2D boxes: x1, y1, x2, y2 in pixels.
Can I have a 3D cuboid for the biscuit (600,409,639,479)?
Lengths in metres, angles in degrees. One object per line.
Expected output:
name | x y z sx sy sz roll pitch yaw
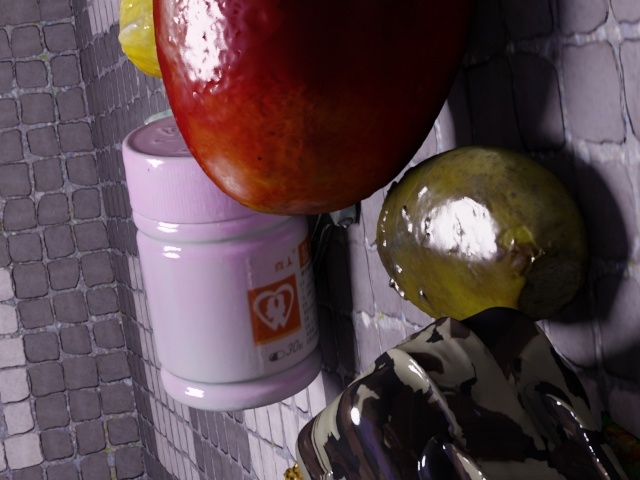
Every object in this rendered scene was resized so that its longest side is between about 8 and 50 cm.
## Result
biscuit | 0.223 0.157 0.967 0.089 0.016 0.046 -147 50 -68

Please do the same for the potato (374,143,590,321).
potato | 0.120 0.000 1.051 0.251 0.113 0.149 -170 68 -72

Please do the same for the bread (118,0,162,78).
bread | -0.168 -0.292 1.732 0.197 0.197 0.170 119 145 -64

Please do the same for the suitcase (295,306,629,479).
suitcase | 0.142 0.224 0.946 0.351 0.194 0.339 62 162 11

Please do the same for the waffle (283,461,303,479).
waffle | 0.010 0.369 1.706 0.197 0.070 0.193 128 130 -65

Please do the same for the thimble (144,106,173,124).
thimble | -0.136 -0.064 1.775 0.205 0.172 0.250 -148 47 -66

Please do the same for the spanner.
spanner | 0.000 0.000 1.607 0.325 0.026 0.093 107 148 -59

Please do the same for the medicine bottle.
medicine bottle | -0.110 0.019 1.585 0.202 0.202 0.315 -134 34 -62

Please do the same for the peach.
peach | -0.006 -0.171 1.107 0.338 0.281 0.281 98 156 -44
